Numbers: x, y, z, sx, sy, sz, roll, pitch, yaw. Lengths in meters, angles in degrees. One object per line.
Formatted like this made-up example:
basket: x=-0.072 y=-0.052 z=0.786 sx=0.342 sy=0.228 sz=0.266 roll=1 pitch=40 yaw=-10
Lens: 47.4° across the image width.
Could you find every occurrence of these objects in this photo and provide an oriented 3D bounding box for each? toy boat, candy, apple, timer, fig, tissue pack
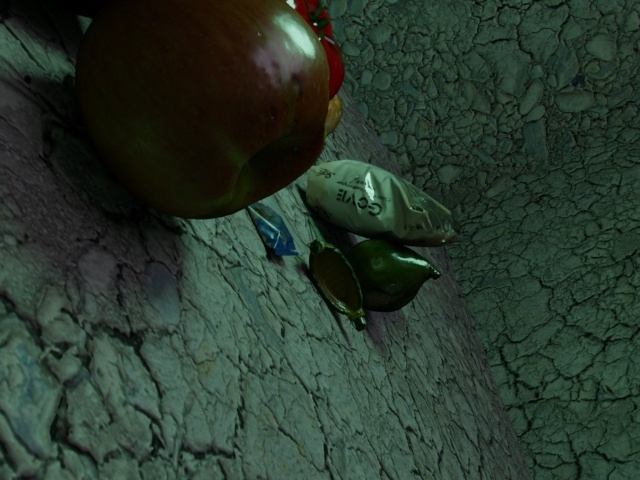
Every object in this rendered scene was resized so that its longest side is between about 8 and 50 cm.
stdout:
toy boat: x=0.035 y=0.089 z=1.570 sx=0.230 sy=0.088 sz=0.088 roll=59 pitch=0 yaw=-17
candy: x=-0.099 y=-0.025 z=1.452 sx=0.088 sy=0.038 sz=0.136 roll=-1 pitch=54 yaw=-59
apple: x=-0.032 y=-0.390 z=2.128 sx=0.209 sy=0.164 sz=0.209 roll=51 pitch=19 yaw=-25
candy: x=0.000 y=0.000 z=1.727 sx=0.194 sy=0.058 sz=0.062 roll=-116 pitch=-165 yaw=-52
apple: x=-0.158 y=-0.201 z=1.003 sx=0.340 sy=0.339 sz=0.340 roll=54 pitch=15 yaw=-23
timer: x=-0.110 y=-0.485 z=1.820 sx=0.378 sy=0.279 sz=0.378 roll=56 pitch=16 yaw=-25
fig: x=0.178 y=0.081 z=1.786 sx=0.195 sy=0.244 sz=0.196 roll=44 pitch=38 yaw=-49
tissue pack: x=0.174 y=-0.090 z=1.930 sx=0.375 sy=0.195 sz=0.390 roll=19 pitch=3 yaw=24

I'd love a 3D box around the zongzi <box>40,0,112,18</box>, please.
zongzi: x=-0.424 y=-0.496 z=1.049 sx=0.432 sy=0.208 sz=0.403 roll=44 pitch=21 yaw=20
